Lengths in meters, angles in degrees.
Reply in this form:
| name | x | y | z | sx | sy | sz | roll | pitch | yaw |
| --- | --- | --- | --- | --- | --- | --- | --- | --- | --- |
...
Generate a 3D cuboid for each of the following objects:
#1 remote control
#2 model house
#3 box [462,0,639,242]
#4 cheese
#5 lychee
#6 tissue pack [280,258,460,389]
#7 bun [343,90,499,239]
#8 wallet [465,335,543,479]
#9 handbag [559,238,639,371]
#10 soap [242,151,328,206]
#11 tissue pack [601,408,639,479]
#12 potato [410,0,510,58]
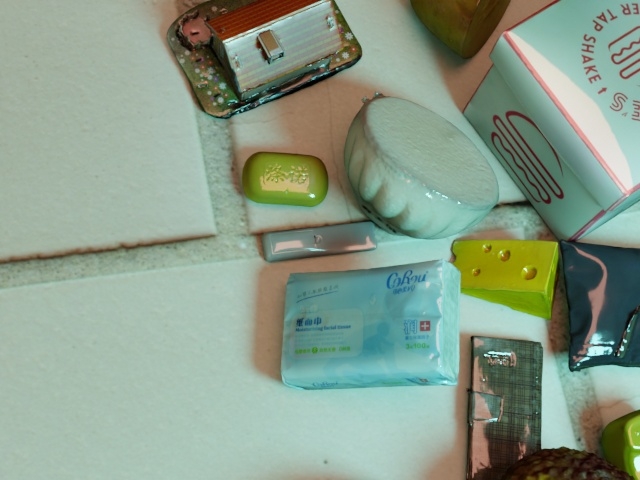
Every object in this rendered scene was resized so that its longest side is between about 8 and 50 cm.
| name | x | y | z | sx | sy | sz | roll | pitch | yaw |
| --- | --- | --- | --- | --- | --- | --- | --- | --- | --- |
| remote control | 0.000 | 0.000 | 1.824 | 0.184 | 0.027 | 0.049 | -6 | 75 | -11 |
| model house | -0.087 | -0.350 | 1.852 | 0.294 | 0.154 | 0.207 | -25 | 80 | -14 |
| box | 0.453 | -0.217 | 1.810 | 0.314 | 0.300 | 0.312 | -32 | 80 | -15 |
| cheese | 0.289 | 0.052 | 1.831 | 0.171 | 0.126 | 0.093 | 8 | 70 | 16 |
| lychee | 0.362 | 0.417 | 1.627 | 0.261 | 0.260 | 0.260 | 2 | 73 | -7 |
| tissue pack | 0.072 | 0.128 | 1.701 | 0.263 | 0.089 | 0.177 | -5 | 72 | 25 |
| bun | 0.134 | -0.087 | 1.805 | 0.263 | 0.175 | 0.263 | 24 | 33 | -17 |
| wallet | 0.287 | 0.264 | 1.777 | 0.124 | 0.042 | 0.230 | 7 | 73 | -9 |
| handbag | 0.500 | 0.109 | 1.829 | 0.254 | 0.089 | 0.211 | 4 | 77 | -17 |
| soap | -0.056 | -0.099 | 1.837 | 0.140 | 0.045 | 0.088 | 4 | 77 | -7 |
| tissue pack | 0.505 | 0.346 | 1.737 | 0.123 | 0.127 | 0.178 | -17 | 76 | -15 |
| potato | 0.225 | -0.417 | 1.918 | 0.158 | 0.178 | 0.203 | 25 | 85 | 17 |
